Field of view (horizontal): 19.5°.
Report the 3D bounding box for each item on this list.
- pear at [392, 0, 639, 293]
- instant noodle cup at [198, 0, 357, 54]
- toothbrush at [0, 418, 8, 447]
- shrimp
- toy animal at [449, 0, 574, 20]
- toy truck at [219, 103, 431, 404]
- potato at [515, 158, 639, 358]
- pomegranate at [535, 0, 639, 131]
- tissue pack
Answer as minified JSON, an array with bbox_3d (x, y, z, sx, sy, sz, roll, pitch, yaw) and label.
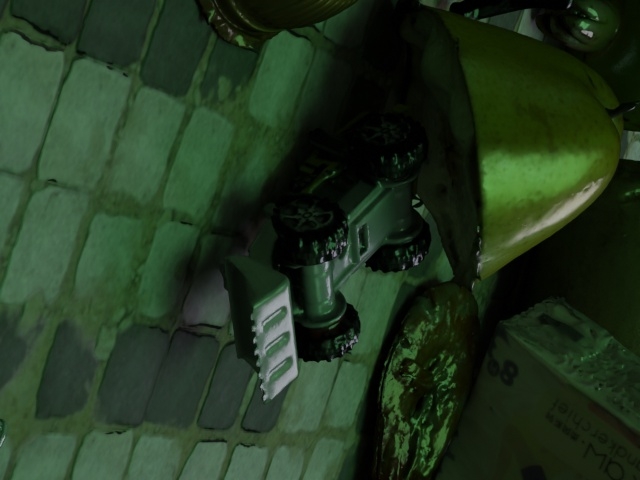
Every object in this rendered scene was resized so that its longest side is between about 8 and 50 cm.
[{"bbox_3d":[0.172,-0.089,1.578,0.267,0.178,0.266,172,-90,-80],"label":"pear"},{"bbox_3d":[0.011,-0.261,1.350,0.274,0.091,0.274,-43,143,-45],"label":"instant noodle cup"},{"bbox_3d":[-0.275,0.230,1.187,0.275,0.019,0.025,-62,148,-20],"label":"toothbrush"},{"bbox_3d":[0.090,0.179,1.864,0.154,0.062,0.294,27,76,-55],"label":"shrimp"},{"bbox_3d":[0.156,-0.294,1.632,0.210,0.121,0.117,63,31,-49],"label":"toy animal"},{"bbox_3d":[0.000,0.000,1.486,0.286,0.111,0.136,-47,144,-40],"label":"toy truck"},{"bbox_3d":[0.330,0.087,2.101,0.270,0.219,0.359,-10,110,-79],"label":"potato"},{"bbox_3d":[0.328,-0.212,1.957,0.248,0.202,0.202,17,92,-35],"label":"pomegranate"},{"bbox_3d":[0.247,0.258,1.937,0.125,0.242,0.343,-22,141,-42],"label":"tissue pack"}]
